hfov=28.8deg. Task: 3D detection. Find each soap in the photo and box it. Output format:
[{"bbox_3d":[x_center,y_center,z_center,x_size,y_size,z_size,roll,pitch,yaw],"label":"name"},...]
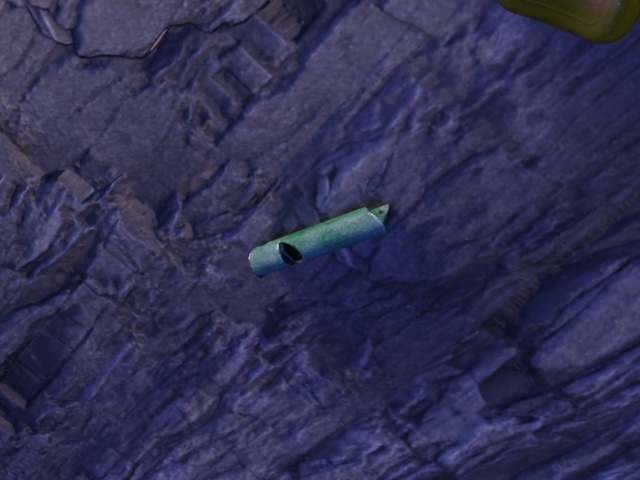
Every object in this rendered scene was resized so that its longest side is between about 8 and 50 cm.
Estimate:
[{"bbox_3d":[0.225,-0.232,1.130,0.140,0.045,0.089,22,128,6],"label":"soap"}]

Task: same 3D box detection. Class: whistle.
[{"bbox_3d":[0.000,0.000,1.408,0.186,0.039,0.039,-19,117,32],"label":"whistle"}]
